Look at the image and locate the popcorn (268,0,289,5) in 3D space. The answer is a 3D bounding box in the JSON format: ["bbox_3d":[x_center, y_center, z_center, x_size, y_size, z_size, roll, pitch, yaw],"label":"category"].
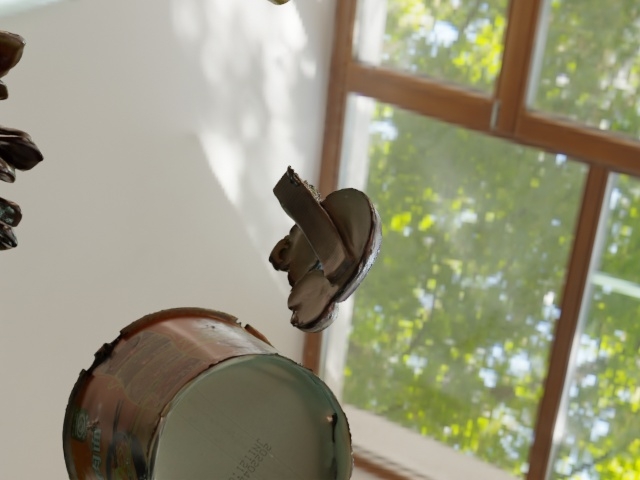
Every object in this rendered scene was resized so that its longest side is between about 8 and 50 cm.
[{"bbox_3d":[-0.011,-0.213,0.641,0.148,0.167,0.152,31,173,-27],"label":"popcorn"}]

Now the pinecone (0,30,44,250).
[{"bbox_3d":[-0.326,-0.049,0.870,0.264,0.264,0.264,5,-154,-2],"label":"pinecone"}]

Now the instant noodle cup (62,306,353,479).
[{"bbox_3d":[-0.088,0.176,1.030,0.230,0.230,0.182,-6,-177,-23],"label":"instant noodle cup"}]

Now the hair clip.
[{"bbox_3d":[0.001,0.000,1.069,0.049,0.116,0.172,28,-159,-35],"label":"hair clip"}]
